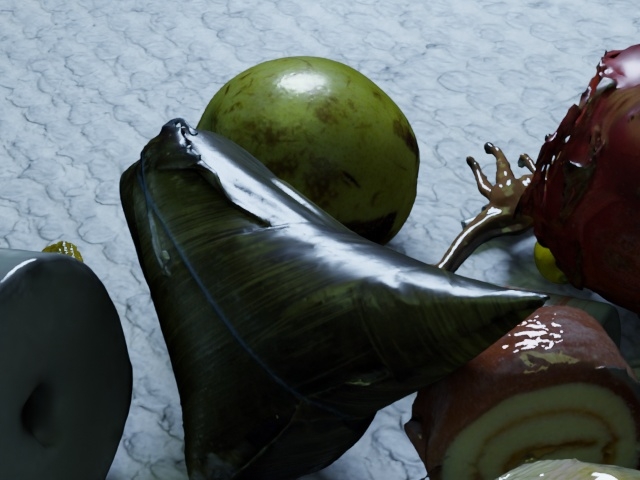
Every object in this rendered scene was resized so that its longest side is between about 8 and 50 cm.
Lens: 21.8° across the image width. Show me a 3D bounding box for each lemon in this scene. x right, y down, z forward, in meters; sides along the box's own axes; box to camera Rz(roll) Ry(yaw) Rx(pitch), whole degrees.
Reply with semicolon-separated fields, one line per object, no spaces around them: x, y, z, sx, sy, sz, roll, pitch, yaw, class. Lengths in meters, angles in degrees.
0.274;0.018;1.896;0.062;0.062;0.083;-8;39;8;lemon

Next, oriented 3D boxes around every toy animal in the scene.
0.199;-0.032;1.926;0.224;0.066;0.229;-6;43;-1;toy animal

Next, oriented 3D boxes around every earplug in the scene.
-0.443;0.149;1.768;0.394;0.312;0.312;7;42;28;earplug

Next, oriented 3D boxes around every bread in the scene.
0.202;0.176;1.632;0.244;0.190;0.123;-18;25;0;bread

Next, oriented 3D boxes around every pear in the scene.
-0.020;-0.081;1.959;0.284;0.283;0.283;-9;38;7;pear

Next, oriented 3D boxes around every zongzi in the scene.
0.000;0.000;1.663;0.432;0.208;0.403;-35;65;33;zongzi

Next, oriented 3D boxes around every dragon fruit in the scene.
0.369;-0.057;1.779;0.295;0.302;0.295;-48;6;6;dragon fruit

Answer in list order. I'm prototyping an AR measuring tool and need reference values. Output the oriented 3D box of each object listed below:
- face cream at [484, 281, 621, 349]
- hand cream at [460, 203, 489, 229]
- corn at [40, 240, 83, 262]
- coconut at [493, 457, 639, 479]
0.190;0.096;1.794;0.252;0.101;0.101;11;44;28;face cream
0.269;-0.048;2.009;0.216;0.038;0.052;-17;62;-13;hand cream
-0.318;0.074;2.009;0.068;0.068;0.207;-11;36;5;corn
0.228;0.343;1.254;0.405;0.404;0.404;-9;38;7;coconut
